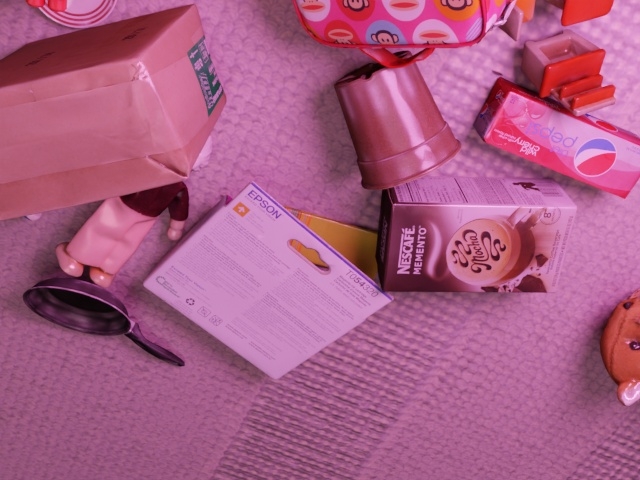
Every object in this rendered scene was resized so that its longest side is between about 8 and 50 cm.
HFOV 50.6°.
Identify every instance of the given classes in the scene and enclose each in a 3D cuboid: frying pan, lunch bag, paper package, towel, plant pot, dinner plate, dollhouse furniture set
[{"bbox_3d":[-0.383,0.143,1.260,0.326,0.053,0.197,19,148,-16],"label":"frying pan"},{"bbox_3d":[0.094,-0.344,0.864,0.293,0.120,0.258,14,136,32],"label":"lunch bag"},{"bbox_3d":[-0.312,-0.186,0.944,0.309,0.325,0.168,-10,118,8],"label":"paper package"},{"bbox_3d":[0.000,0.000,1.217,0.237,0.021,0.102,15,124,-8],"label":"towel"},{"bbox_3d":[0.107,-0.188,1.034,0.166,0.167,0.165,-22,109,13],"label":"plant pot"},{"bbox_3d":[-0.369,-0.389,1.008,0.141,0.017,0.141,1,119,2],"label":"dinner plate"},{"bbox_3d":[0.361,-0.318,0.915,0.261,0.135,0.259,-19,138,-12],"label":"dollhouse furniture set"}]

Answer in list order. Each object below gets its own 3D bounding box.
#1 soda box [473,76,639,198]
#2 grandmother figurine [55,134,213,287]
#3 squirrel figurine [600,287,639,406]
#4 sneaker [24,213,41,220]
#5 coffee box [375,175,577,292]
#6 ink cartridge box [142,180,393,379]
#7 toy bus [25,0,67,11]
[{"bbox_3d":[0.385,-0.163,1.076,0.263,0.083,0.092,19,118,-10],"label":"soda box"},{"bbox_3d":[-0.310,-0.070,1.143,0.342,0.104,0.207,-43,143,18],"label":"grandmother figurine"},{"bbox_3d":[0.700,0.225,1.186,0.370,0.281,0.397,-15,116,17],"label":"squirrel figurine"},{"bbox_3d":[-0.553,-0.084,1.159,0.084,0.058,0.152,-31,110,11],"label":"sneaker"},{"bbox_3d":[0.249,-0.010,1.135,0.297,0.119,0.168,0,120,-4],"label":"coffee box"},{"bbox_3d":[-0.093,0.074,1.205,0.324,0.071,0.330,40,122,-18],"label":"ink cartridge box"},{"bbox_3d":[-0.330,-0.416,0.908,0.220,0.149,0.212,7,114,-4],"label":"toy bus"}]
